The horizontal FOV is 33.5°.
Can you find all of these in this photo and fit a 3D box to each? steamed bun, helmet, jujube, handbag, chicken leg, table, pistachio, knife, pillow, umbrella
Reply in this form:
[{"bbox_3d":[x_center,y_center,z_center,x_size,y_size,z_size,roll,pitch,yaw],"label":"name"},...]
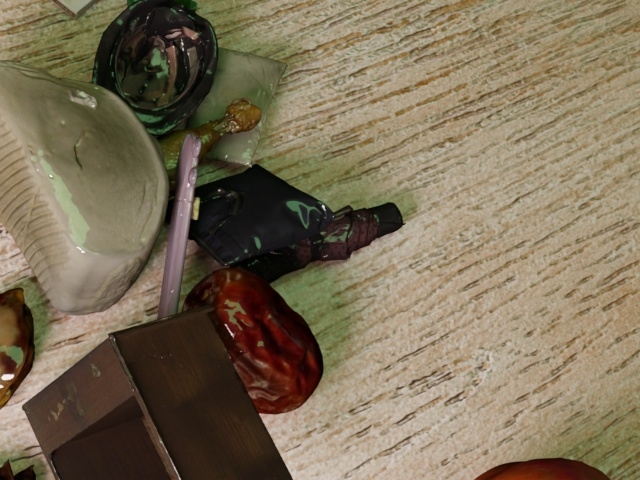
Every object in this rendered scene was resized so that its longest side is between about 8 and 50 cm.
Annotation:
[{"bbox_3d":[-0.377,-0.097,1.640,0.236,0.247,0.383,-26,77,-40],"label":"steamed bun"},{"bbox_3d":[-0.285,-0.287,1.807,0.198,0.154,0.253,27,76,-12],"label":"helmet"},{"bbox_3d":[-0.104,0.161,1.625,0.243,0.183,0.183,46,57,-27],"label":"jujube"},{"bbox_3d":[-0.130,-0.045,1.729,0.211,0.089,0.254,-26,35,-24],"label":"handbag"},{"bbox_3d":[-0.211,-0.160,1.769,0.251,0.087,0.107,-34,61,-6],"label":"chicken leg"},{"bbox_3d":[-0.225,0.282,1.481,0.196,0.250,0.282,-13,70,-52],"label":"table"},{"bbox_3d":[-0.481,0.163,1.560,0.165,0.130,0.210,-1,60,27],"label":"pistachio"},{"bbox_3d":[-0.221,0.029,1.651,0.038,0.132,0.399,9,88,-17],"label":"knife"},{"bbox_3d":[-0.156,-0.234,1.862,0.148,0.050,0.230,8,65,17],"label":"pillow"},{"bbox_3d":[0.000,0.000,1.797,0.326,0.094,0.090,-18,88,-23],"label":"umbrella"}]

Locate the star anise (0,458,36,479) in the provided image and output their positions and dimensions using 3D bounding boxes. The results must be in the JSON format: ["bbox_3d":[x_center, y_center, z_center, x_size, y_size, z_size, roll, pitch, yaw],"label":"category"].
[{"bbox_3d":[-0.434,0.395,1.464,0.220,0.126,0.190,44,59,-21],"label":"star anise"}]

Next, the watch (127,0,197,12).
[{"bbox_3d":[-0.284,-0.482,1.893,0.131,0.152,0.165,-3,69,-15],"label":"watch"}]

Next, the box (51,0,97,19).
[{"bbox_3d":[-0.477,-0.491,1.905,0.198,0.029,0.109,39,61,1],"label":"box"}]

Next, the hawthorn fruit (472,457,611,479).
[{"bbox_3d":[0.322,0.538,1.459,0.471,0.472,0.472,7,65,-14],"label":"hawthorn fruit"}]
